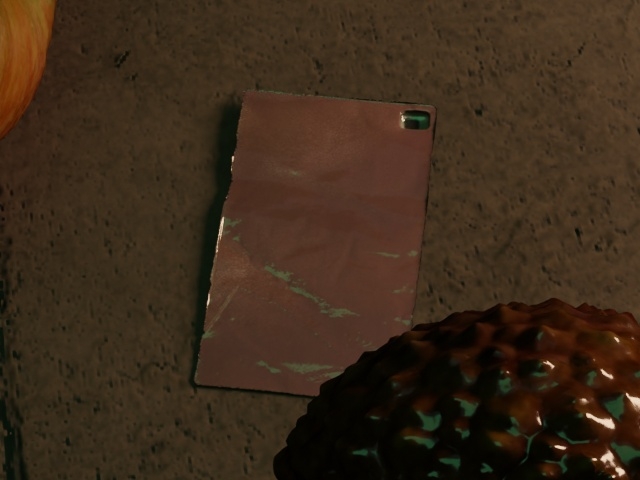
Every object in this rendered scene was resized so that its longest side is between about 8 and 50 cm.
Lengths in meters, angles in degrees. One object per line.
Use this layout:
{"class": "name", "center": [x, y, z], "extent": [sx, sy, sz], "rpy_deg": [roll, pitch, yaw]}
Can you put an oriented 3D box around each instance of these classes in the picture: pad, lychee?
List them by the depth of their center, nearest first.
{"class": "lychee", "center": [0.097, 0.117, 0.722], "extent": [0.238, 0.200, 0.200], "rpy_deg": [2, 59, 8]}
{"class": "pad", "center": [0.000, 0.000, 0.908], "extent": [0.113, 0.006, 0.187], "rpy_deg": [6, 61, 4]}

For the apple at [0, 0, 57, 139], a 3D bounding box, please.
{"class": "apple", "center": [-0.275, -0.171, 0.868], "extent": [0.250, 0.277, 0.309], "rpy_deg": [-2, 36, 9]}
